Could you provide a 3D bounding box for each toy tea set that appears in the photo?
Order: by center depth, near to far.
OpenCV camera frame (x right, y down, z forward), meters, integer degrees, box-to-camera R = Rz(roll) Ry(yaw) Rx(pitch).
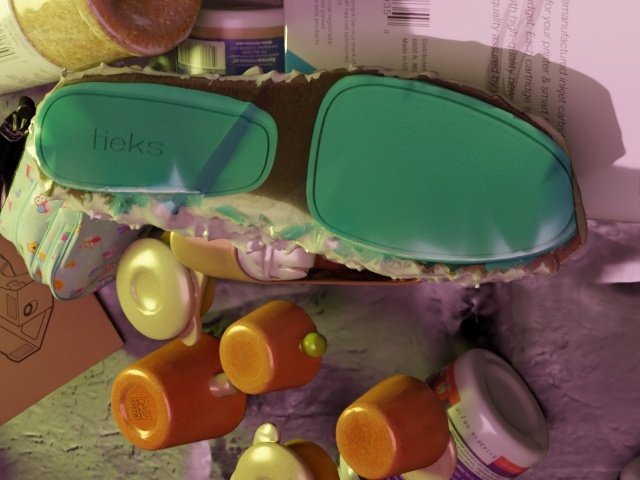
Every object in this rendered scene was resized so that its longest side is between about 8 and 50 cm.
[{"bbox_3d":[-0.031,0.125,1.210,0.336,0.124,0.200,30,118,30],"label":"toy tea set"}]

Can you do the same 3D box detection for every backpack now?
[{"bbox_3d":[-0.201,-0.039,1.241,0.115,0.152,0.182,53,132,24],"label":"backpack"}]

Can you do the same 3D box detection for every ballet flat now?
[{"bbox_3d":[-0.006,-0.053,1.044,0.409,0.147,0.147,11,110,17],"label":"ballet flat"},{"bbox_3d":[0.000,0.000,1.155,0.232,0.073,0.080,0,106,-27],"label":"ballet flat"}]

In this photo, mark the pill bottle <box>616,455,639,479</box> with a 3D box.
[{"bbox_3d":[0.264,0.275,1.204,0.103,0.103,0.184,22,112,11],"label":"pill bottle"}]

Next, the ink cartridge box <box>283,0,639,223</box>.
[{"bbox_3d":[0.137,-0.142,1.102,0.308,0.129,0.223,5,108,18],"label":"ink cartridge box"}]

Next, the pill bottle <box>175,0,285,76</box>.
[{"bbox_3d":[-0.060,-0.100,1.192,0.112,0.112,0.186,5,109,17],"label":"pill bottle"}]

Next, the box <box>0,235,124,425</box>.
[{"bbox_3d":[-0.290,0.050,1.300,0.201,0.164,0.021,61,152,-7],"label":"box"}]

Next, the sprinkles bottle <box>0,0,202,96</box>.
[{"bbox_3d":[-0.251,-0.173,1.165,0.355,0.121,0.121,-7,105,43],"label":"sprinkles bottle"}]

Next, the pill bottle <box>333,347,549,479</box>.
[{"bbox_3d":[0.085,0.183,1.233,0.193,0.108,0.108,-38,92,24],"label":"pill bottle"}]
